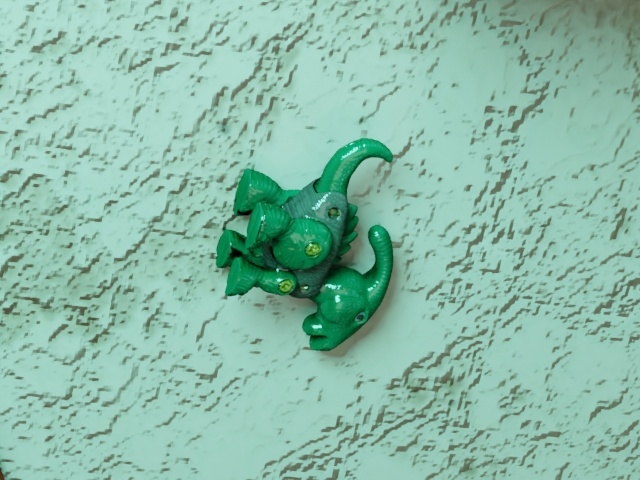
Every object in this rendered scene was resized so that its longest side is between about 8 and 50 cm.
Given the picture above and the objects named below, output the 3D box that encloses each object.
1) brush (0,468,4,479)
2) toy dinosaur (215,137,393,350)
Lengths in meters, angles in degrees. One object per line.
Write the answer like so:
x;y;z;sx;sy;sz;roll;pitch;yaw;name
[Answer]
-0.212;0.102;0.954;0.051;0.070;0.323;-13;115;-2;brush
0.000;0.000;0.957;0.096;0.059;0.132;14;117;-23;toy dinosaur
